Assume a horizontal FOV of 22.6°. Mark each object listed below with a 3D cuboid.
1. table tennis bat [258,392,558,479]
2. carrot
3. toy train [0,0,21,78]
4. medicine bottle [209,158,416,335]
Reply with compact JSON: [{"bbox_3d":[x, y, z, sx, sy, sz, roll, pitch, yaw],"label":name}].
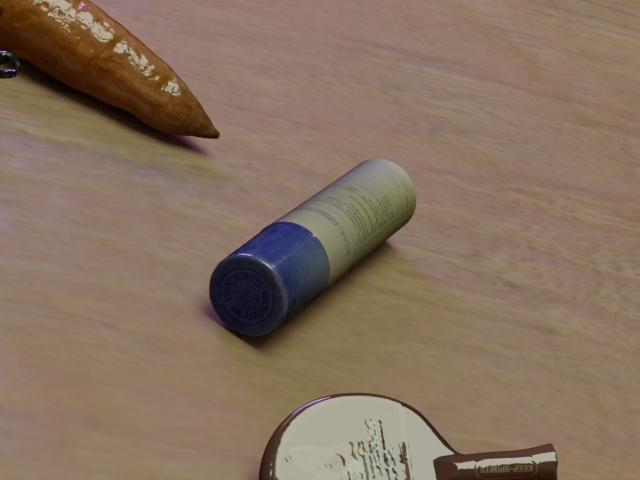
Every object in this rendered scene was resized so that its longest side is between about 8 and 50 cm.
[{"bbox_3d":[0.043,0.156,0.940,0.170,0.119,0.107,-4,63,-10],"label":"table tennis bat"},{"bbox_3d":[-0.162,-0.131,1.188,0.205,0.072,0.072,35,28,-4],"label":"carrot"},{"bbox_3d":[-0.307,-0.145,1.052,0.219,0.089,0.127,11,22,-28],"label":"toy train"},{"bbox_3d":[0.000,0.000,1.105,0.059,0.059,0.231,34,29,11],"label":"medicine bottle"}]
